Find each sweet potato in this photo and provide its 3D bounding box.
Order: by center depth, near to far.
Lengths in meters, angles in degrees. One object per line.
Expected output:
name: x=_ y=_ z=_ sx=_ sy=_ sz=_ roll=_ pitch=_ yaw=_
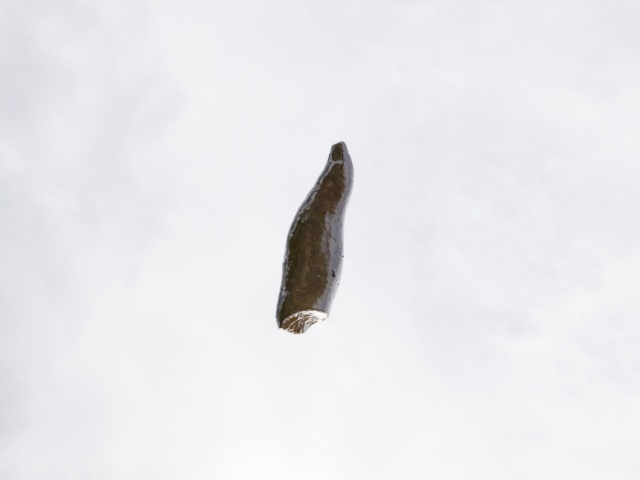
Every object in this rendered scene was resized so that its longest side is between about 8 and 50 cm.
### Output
sweet potato: x=0.000 y=0.000 z=1.264 sx=0.077 sy=0.244 sz=0.077 roll=13 pitch=-21 yaw=5
